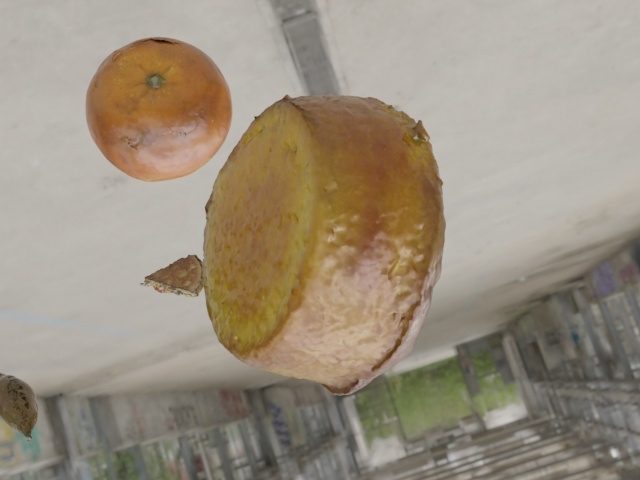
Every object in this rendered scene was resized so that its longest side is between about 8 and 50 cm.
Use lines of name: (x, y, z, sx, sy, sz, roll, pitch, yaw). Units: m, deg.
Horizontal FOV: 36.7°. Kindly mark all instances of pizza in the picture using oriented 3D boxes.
pizza: (-0.211, 0.056, 1.495, 0.100, 0.029, 0.099, 11, -144, 21)

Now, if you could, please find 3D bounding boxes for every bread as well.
bread: (-0.002, 0.004, 0.971, 0.172, 0.312, 0.312, 7, 159, -28)

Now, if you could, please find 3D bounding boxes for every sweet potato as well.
sweet potato: (-0.570, 0.279, 1.761, 0.074, 0.075, 0.269, -11, -155, -36)

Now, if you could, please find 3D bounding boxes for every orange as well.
orange: (-0.310, -0.253, 1.872, 0.283, 0.284, 0.226, -17, 162, -7)
